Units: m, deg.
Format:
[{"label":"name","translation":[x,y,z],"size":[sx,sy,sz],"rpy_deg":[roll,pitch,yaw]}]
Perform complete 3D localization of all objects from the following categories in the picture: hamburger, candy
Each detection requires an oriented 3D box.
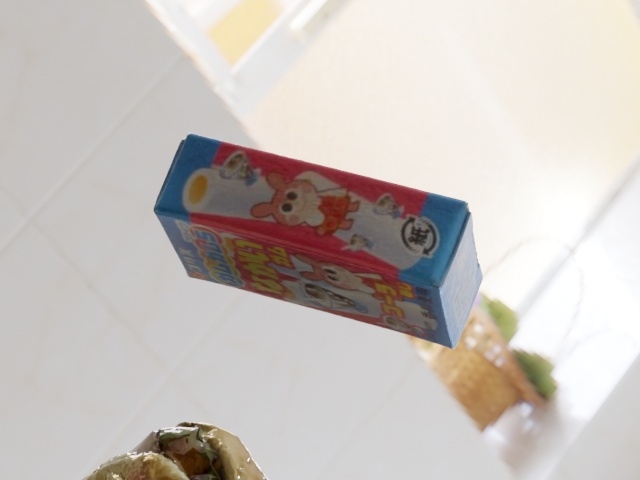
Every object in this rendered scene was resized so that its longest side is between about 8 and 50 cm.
[{"label":"hamburger","translation":[-0.153,0.302,1.817],"size":[0.330,0.162,0.209],"rpy_deg":[8,-58,47]},{"label":"candy","translation":[0.000,0.001,1.585],"size":[0.306,0.100,0.157],"rpy_deg":[16,-22,17]}]
